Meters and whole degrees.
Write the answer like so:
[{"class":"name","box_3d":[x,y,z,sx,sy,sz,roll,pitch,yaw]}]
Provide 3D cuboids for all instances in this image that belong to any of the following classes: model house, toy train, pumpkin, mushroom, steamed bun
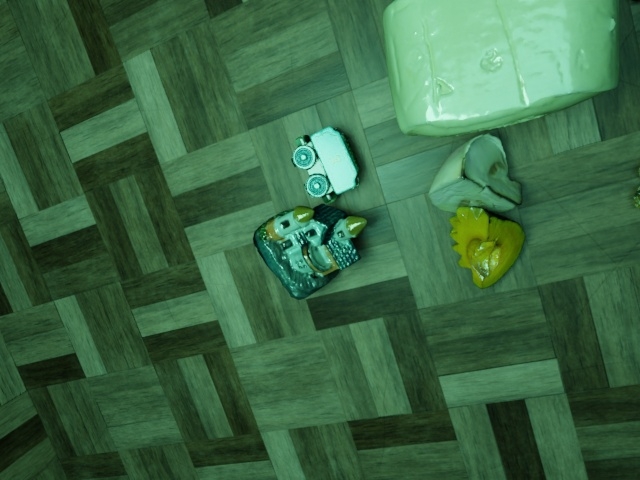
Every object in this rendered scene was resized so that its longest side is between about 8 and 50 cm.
[{"class":"model house","box_3d":[0.000,0.000,1.164,0.291,0.184,0.253,-28,94,37]},{"class":"toy train","box_3d":[0.020,-0.213,1.186,0.163,0.112,0.203,-24,98,14]},{"class":"pumpkin","box_3d":[0.442,-0.015,1.129,0.149,0.130,0.253,-26,127,-15]},{"class":"mushroom","box_3d":[0.387,-0.168,1.099,0.236,0.173,0.161,21,72,-28]},{"class":"steamed bun","box_3d":[0.382,-0.435,0.942,0.457,0.290,0.370,-6,98,25]}]

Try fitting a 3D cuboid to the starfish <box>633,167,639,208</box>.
[{"class":"starfish","box_3d":[0.834,-0.110,1.004,0.147,0.074,0.189,4,104,16]}]
